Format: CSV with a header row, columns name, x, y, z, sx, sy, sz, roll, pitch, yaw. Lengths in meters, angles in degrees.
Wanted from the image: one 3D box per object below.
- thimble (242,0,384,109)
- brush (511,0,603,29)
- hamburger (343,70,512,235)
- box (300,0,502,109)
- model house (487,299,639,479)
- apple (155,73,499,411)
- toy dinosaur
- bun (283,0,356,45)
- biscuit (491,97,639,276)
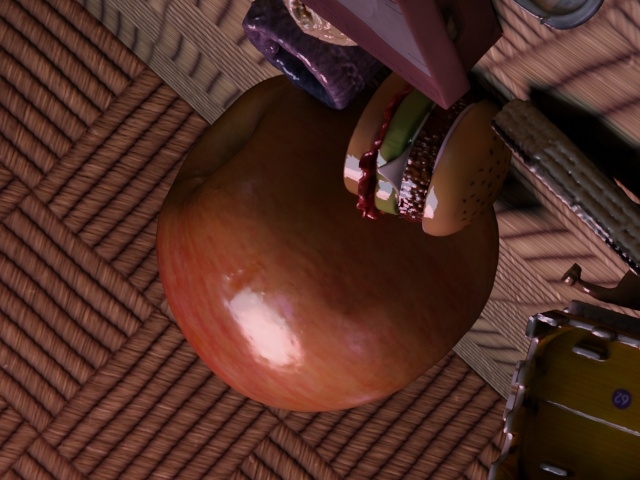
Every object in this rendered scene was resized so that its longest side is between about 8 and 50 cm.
name,x,y,z,sx,sy,sz,roll,pitch,yaw
thimble,-0.001,-0.213,1.938,0.150,0.098,0.150,41,174,5
brush,0.086,-0.259,1.294,0.297,0.068,0.060,46,-164,6
hamburger,0.117,-0.085,1.847,0.137,0.175,0.175,26,169,19
box,0.039,-0.236,1.573,0.215,0.086,0.215,40,174,25
model house,0.299,0.175,1.833,0.224,0.198,0.215,16,-171,23
apple,0.000,0.000,2.105,0.346,0.391,0.391,50,172,-20
toy dinosaur,0.339,0.061,1.835,0.200,0.072,0.251,31,163,1
bun,0.009,-0.229,1.805,0.115,0.069,0.115,36,158,17
biscuit,0.251,-0.034,1.670,0.252,0.052,0.150,46,-173,15
